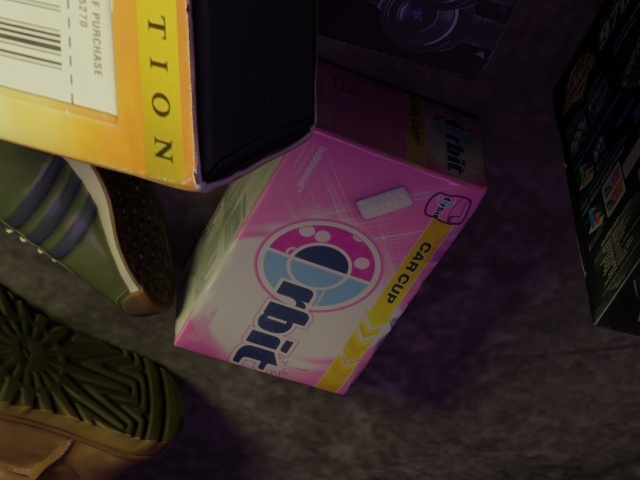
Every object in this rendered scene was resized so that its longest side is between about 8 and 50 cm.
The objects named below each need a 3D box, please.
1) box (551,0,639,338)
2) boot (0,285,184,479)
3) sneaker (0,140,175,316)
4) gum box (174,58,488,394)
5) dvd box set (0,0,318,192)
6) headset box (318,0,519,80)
[{"bbox_3d":[0.185,-0.086,0.926,0.051,0.175,0.220,14,131,-16],"label":"box"},{"bbox_3d":[-0.244,0.144,1.201,0.236,0.089,0.269,29,128,-24],"label":"boot"},{"bbox_3d":[-0.150,-0.031,1.059,0.086,0.064,0.192,-8,133,18],"label":"sneaker"},{"bbox_3d":[0.000,0.000,1.082,0.107,0.062,0.188,19,130,-17],"label":"gum box"},{"bbox_3d":[-0.186,-0.206,0.594,0.420,0.062,0.308,15,119,32],"label":"dvd box set"},{"bbox_3d":[-0.032,-0.211,0.760,0.283,0.246,0.131,15,130,-13],"label":"headset box"}]
